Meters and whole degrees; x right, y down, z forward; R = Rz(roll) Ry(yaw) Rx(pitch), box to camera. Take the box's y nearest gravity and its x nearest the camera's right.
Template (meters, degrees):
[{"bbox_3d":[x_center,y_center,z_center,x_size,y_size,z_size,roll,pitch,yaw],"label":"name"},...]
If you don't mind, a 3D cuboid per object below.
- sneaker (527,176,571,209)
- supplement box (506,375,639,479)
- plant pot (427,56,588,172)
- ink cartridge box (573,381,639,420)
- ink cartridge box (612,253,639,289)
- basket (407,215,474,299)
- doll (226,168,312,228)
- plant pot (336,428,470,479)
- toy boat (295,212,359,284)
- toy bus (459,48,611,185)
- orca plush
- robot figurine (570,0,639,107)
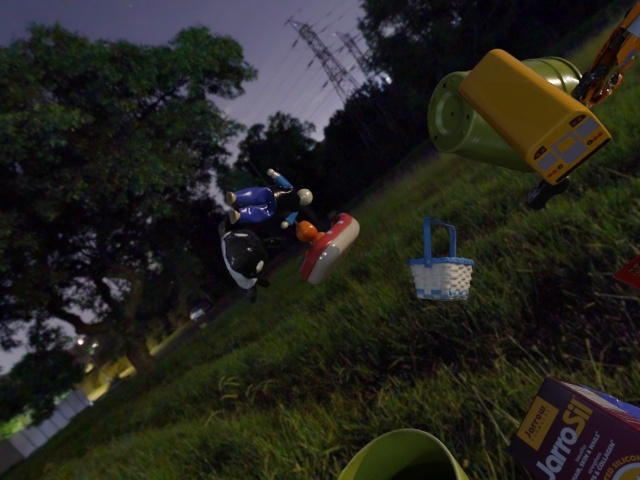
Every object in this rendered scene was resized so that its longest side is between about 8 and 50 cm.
[{"bbox_3d":[0.634,-0.147,1.175,0.089,0.051,0.170,-54,-8,-31],"label":"sneaker"},{"bbox_3d":[0.303,0.233,0.418,0.188,0.081,0.104,30,96,56],"label":"supplement box"},{"bbox_3d":[0.548,-0.396,1.329,0.353,0.366,0.366,-4,-7,-20],"label":"plant pot"},{"bbox_3d":[0.762,0.534,1.063,0.270,0.395,0.151,15,53,47],"label":"ink cartridge box"},{"bbox_3d":[0.753,-0.054,0.788,0.385,0.091,0.308,-47,1,12],"label":"ink cartridge box"},{"bbox_3d":[0.431,0.071,1.515,0.201,0.289,0.254,0,-10,39],"label":"basket"},{"bbox_3d":[-0.099,-0.086,0.886,0.189,0.129,0.046,-9,-1,-30],"label":"doll"},{"bbox_3d":[0.193,0.521,0.693,0.275,0.293,0.275,-39,16,14],"label":"plant pot"},{"bbox_3d":[0.000,0.000,1.140,0.231,0.151,0.151,-43,-15,-47],"label":"toy boat"},{"bbox_3d":[0.350,-0.235,0.746,0.108,0.130,0.333,-47,33,27],"label":"toy bus"},{"bbox_3d":[-0.108,0.037,0.781,0.102,0.151,0.287,-21,-21,-7],"label":"orca plush"},{"bbox_3d":[0.722,-0.449,1.016,0.211,0.085,0.291,-37,-23,-30],"label":"robot figurine"}]
